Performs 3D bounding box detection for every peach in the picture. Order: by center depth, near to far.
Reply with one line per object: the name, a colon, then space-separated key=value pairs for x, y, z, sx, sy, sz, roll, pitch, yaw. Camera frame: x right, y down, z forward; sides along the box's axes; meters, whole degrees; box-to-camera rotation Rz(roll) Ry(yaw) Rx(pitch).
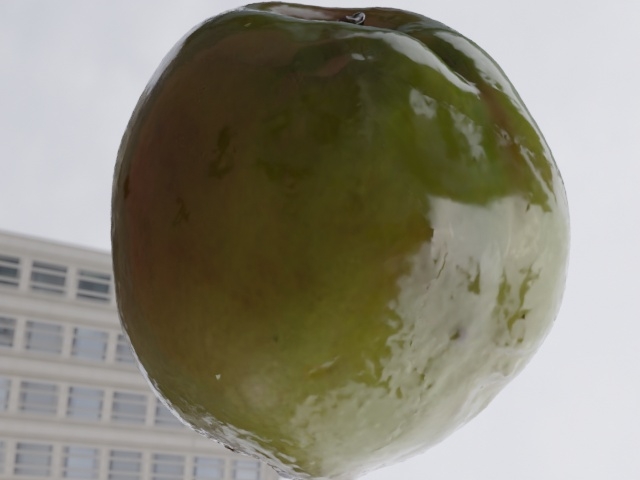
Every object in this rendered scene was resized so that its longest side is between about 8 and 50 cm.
peach: x=-0.002 y=-0.008 z=0.867 sx=0.314 sy=0.281 sz=0.315 roll=35 pitch=-70 yaw=44
